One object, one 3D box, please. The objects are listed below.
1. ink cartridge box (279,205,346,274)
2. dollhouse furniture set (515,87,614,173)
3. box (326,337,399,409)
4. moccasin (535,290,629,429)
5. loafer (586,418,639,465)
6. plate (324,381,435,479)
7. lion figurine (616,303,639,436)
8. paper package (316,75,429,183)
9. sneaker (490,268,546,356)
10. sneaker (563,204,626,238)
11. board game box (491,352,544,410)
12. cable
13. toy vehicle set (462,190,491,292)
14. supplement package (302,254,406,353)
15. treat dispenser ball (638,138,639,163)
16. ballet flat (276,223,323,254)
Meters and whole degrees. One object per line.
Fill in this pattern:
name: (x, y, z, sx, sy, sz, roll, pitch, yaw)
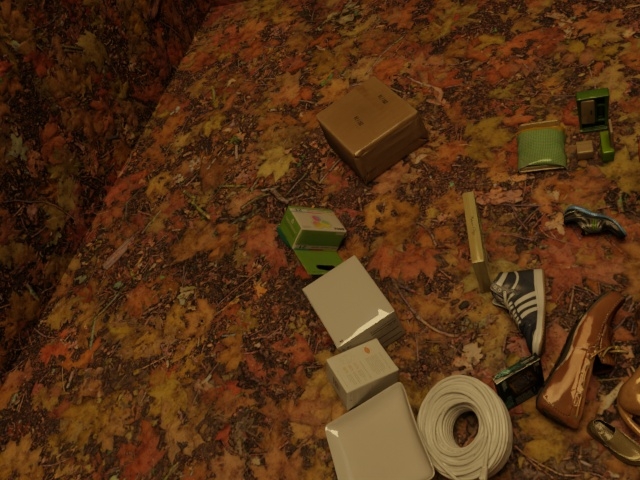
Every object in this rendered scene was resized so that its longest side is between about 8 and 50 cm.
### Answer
ink cartridge box: (0.000, 0.000, 2.076, 0.255, 0.188, 0.097, 56, 132, 42)
dollhouse furniture set: (0.790, -0.354, 2.002, 0.301, 0.151, 0.198, -5, 53, 22)
box: (0.120, 0.383, 1.759, 0.170, 0.091, 0.130, -19, 45, -18)
moccasin: (0.693, 0.299, 1.559, 0.147, 0.139, 0.380, 24, 65, 30)
loafer: (0.709, 0.482, 1.466, 0.148, 0.050, 0.056, 30, 71, 39)
plate: (0.157, 0.562, 1.632, 0.278, 0.045, 0.277, -37, 43, 19)
lion figurine: (0.818, 0.326, 1.471, 0.240, 0.142, 0.392, 28, 69, 34)
paper package: (0.193, -0.427, 2.331, 0.309, 0.168, 0.325, -35, 47, -5)
sneaker: (0.555, 0.199, 1.722, 0.153, 0.099, 0.282, 0, 48, 19)
sneaker: (0.816, -0.043, 1.820, 0.188, 0.067, 0.078, 26, 90, 35)
board game box: (0.509, 0.364, 1.560, 0.126, 0.186, 0.026, -30, 48, 1)
cable: (0.366, 0.478, 1.554, 0.257, 0.089, 0.257, 20, 85, 51)
toy vehicle set: (0.478, 0.004, 1.865, 0.035, 0.166, 0.267, -12, 51, 18)
supplement package: (0.102, 0.217, 1.894, 0.204, 0.145, 0.262, -33, 48, -1)
treat dispenser ball: (1.053, -0.261, 1.715, 0.288, 0.288, 0.288, -13, 51, 16)
ballet flat: (-0.066, 0.010, 2.188, 0.086, 0.086, 0.248, -39, 50, -6)
